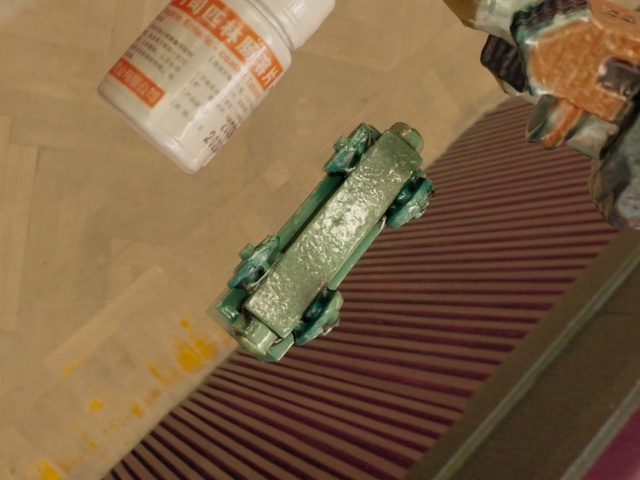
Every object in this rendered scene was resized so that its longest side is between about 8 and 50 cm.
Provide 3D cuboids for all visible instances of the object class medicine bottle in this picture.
[{"bbox_3d":[-0.165,-0.307,1.246,0.211,0.211,0.371,41,87,-16],"label":"medicine bottle"}]

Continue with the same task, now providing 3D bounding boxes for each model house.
[{"bbox_3d":[0.237,-0.172,0.771,0.291,0.184,0.253,28,33,2],"label":"model house"}]

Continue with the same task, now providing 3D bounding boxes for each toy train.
[{"bbox_3d":[0.000,0.000,0.849,0.120,0.194,0.298,41,74,-5],"label":"toy train"}]
